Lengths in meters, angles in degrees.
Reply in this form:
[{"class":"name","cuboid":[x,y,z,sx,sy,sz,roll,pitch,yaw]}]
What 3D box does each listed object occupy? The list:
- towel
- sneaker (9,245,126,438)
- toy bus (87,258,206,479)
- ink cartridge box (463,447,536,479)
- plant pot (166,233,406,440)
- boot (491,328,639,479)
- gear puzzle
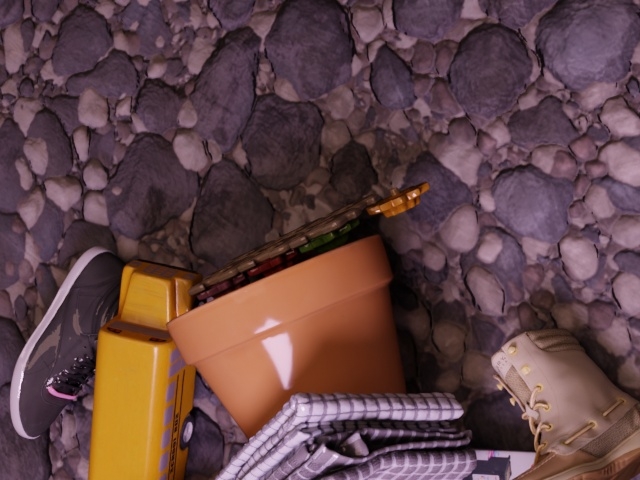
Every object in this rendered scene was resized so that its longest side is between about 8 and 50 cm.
[{"class":"towel","cuboid":[0.024,0.289,1.846,0.283,0.235,0.121,-48,48,44]},{"class":"sneaker","cuboid":[-0.328,0.166,2.214,0.147,0.104,0.295,27,92,35]},{"class":"toy bus","cuboid":[-0.236,0.201,2.099,0.108,0.130,0.332,12,109,16]},{"class":"ink cartridge box","cuboid":[0.207,0.315,1.904,0.175,0.072,0.127,-2,80,30]},{"class":"plant pot","cuboid":[-0.020,0.139,1.962,0.291,0.291,0.203,-25,87,24]},{"class":"boot","cuboid":[0.253,0.211,1.808,0.203,0.262,0.095,48,144,28]},{"class":"gear puzzle","cuboid":[0.000,0.000,2.030,0.339,0.175,0.044,-25,95,24]}]
